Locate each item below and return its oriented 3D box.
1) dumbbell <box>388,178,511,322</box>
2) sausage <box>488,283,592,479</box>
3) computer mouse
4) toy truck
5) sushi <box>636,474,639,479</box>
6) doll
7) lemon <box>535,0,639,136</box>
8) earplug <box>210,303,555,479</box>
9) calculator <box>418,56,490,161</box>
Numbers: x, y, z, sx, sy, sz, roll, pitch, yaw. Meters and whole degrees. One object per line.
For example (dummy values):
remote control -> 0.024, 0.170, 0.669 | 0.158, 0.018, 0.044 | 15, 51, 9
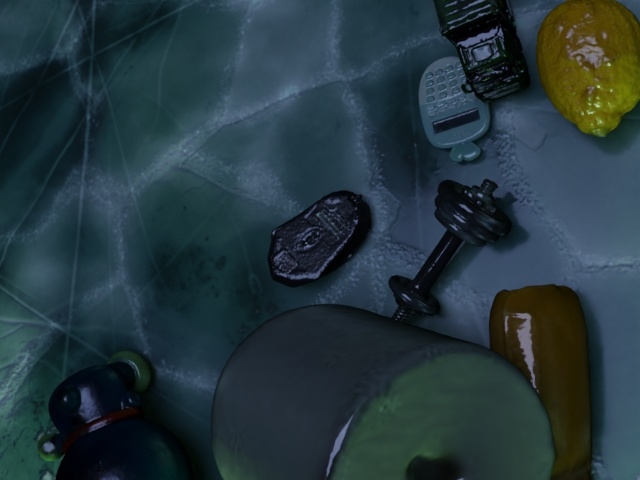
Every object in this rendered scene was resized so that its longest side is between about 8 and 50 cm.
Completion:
dumbbell -> 0.154, 0.026, 1.481 | 0.110, 0.110, 0.255 | 40, 107, 22
sausage -> 0.277, 0.234, 1.387 | 0.116, 0.134, 0.354 | -10, 78, 41
computer mouse -> 0.000, 0.000, 1.572 | 0.172, 0.057, 0.099 | -42, 68, 2
toy truck -> 0.201, -0.318, 1.475 | 0.088, 0.121, 0.259 | -20, 71, 21
sushi -> 0.530, 0.331, 1.305 | 0.292, 0.059, 0.294 | 44, 101, 21
doll -> -0.294, 0.318, 1.593 | 0.198, 0.186, 0.322 | -38, 68, 16
lemon -> 0.342, -0.221, 1.402 | 0.142, 0.142, 0.187 | -9, 83, 22
earplug -> 0.035, 0.240, 1.357 | 0.394, 0.312, 0.313 | 13, 90, 58
calculator -> 0.183, -0.178, 1.529 | 0.095, 0.021, 0.153 | -18, 77, 21
